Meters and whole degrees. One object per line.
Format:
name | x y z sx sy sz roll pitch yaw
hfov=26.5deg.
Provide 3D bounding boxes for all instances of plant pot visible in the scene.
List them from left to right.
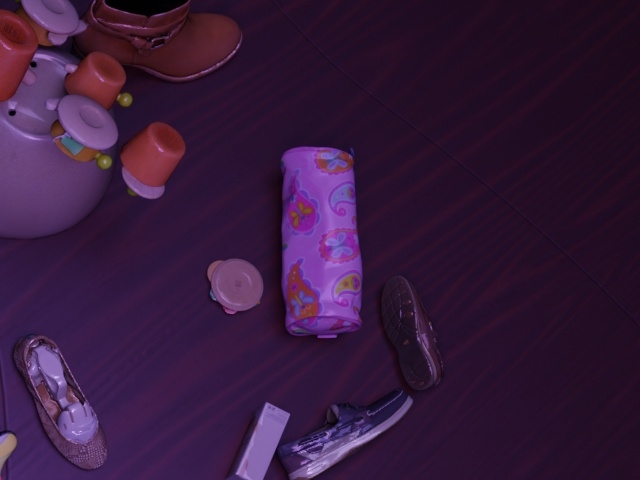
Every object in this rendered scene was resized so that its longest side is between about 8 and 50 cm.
plant pot | -0.404 -0.163 1.878 0.284 0.191 0.284 7 70 -20

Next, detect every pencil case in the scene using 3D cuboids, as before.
pencil case | 0.000 0.000 2.023 0.124 0.124 0.284 4 70 -20

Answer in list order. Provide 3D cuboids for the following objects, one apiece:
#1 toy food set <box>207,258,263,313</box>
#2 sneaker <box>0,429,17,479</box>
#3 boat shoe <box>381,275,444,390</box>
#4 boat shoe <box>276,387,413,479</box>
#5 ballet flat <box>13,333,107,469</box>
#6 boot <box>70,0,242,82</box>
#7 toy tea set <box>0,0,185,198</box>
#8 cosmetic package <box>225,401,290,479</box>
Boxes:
toy food set | -0.124 0.067 2.003 0.083 0.020 0.082 -4 74 -23
sneaker | -0.447 0.342 1.755 0.094 0.081 0.208 37 69 -14
boat shoe | 0.142 0.140 2.066 0.060 0.064 0.178 -2 71 -54
boat shoe | 0.035 0.268 1.963 0.224 0.080 0.073 -32 91 -23
ballet flat | -0.350 0.216 1.836 0.073 0.067 0.206 -32 86 -28
boot | -0.221 -0.323 1.988 0.283 0.220 0.109 -5 74 -23
toy tea set | -0.334 -0.173 1.760 0.336 0.124 0.200 49 33 4
cosmetic package | -0.089 0.291 1.917 0.041 0.060 0.115 28 63 -9
